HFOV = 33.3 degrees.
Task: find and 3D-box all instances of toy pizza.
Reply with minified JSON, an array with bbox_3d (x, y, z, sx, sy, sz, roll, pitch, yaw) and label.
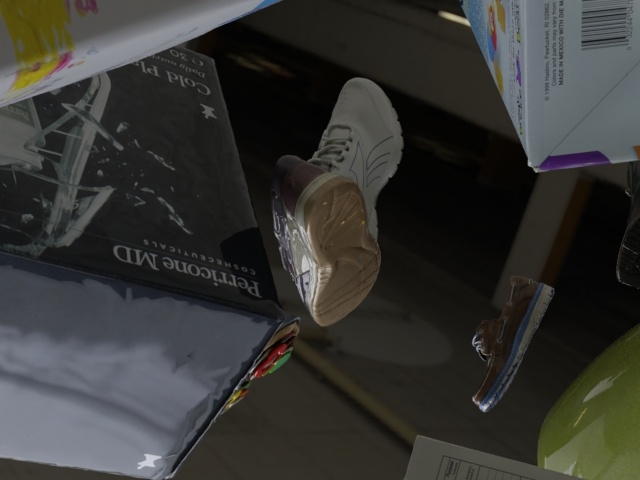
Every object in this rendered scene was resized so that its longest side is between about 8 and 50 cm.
[{"bbox_3d":[-0.093,0.166,1.299,0.032,0.201,0.201,47,-161,9],"label":"toy pizza"}]

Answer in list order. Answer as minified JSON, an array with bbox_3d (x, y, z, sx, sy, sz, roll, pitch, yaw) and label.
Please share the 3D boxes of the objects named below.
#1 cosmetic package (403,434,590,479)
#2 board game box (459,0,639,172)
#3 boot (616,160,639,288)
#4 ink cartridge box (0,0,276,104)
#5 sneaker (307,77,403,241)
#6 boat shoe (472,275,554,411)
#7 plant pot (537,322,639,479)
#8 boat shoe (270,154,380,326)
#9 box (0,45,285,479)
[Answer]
[{"bbox_3d":[0.093,0.132,0.482,0.115,0.060,0.041,11,165,32],"label":"cosmetic package"},{"bbox_3d":[0.153,-0.165,0.562,0.142,0.144,0.275,-6,-150,2],"label":"board game box"},{"bbox_3d":[0.437,-0.037,1.441,0.077,0.198,0.137,24,-177,-8],"label":"boot"},{"bbox_3d":[-0.157,-0.156,0.453,0.270,0.197,0.198,-26,-168,-28],"label":"ink cartridge box"},{"bbox_3d":[0.035,-0.096,1.507,0.111,0.297,0.129,0,164,33],"label":"sneaker"},{"bbox_3d":[0.230,0.129,1.363,0.066,0.183,0.066,26,163,15],"label":"boat shoe"},{"bbox_3d":[0.405,0.186,1.169,0.275,0.293,0.275,2,-128,-3],"label":"plant pot"},{"bbox_3d":[0.000,0.000,1.211,0.092,0.103,0.285,46,165,27],"label":"boat shoe"},{"bbox_3d":[-0.347,-0.038,1.159,0.480,0.297,0.472,16,-143,-30],"label":"box"}]
